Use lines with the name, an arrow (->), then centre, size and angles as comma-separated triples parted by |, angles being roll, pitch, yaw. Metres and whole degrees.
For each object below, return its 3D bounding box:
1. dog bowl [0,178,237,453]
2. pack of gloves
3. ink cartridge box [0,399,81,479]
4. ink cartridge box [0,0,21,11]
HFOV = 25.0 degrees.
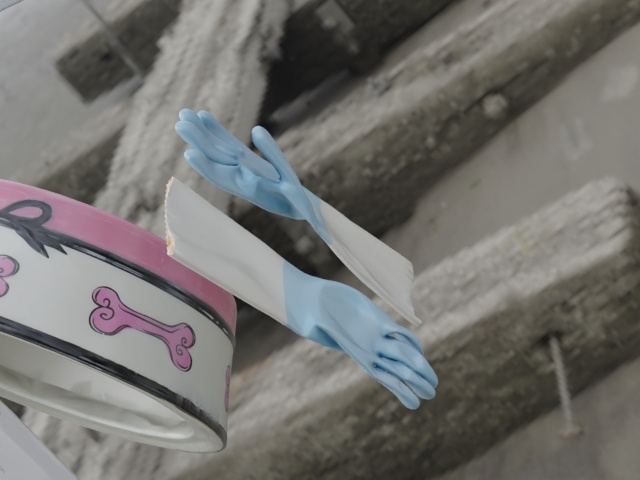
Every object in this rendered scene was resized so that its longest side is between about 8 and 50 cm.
dog bowl -> -0.265, 0.075, 1.466 | 0.408, 0.408, 0.150 | -4, 61, 51
pack of gloves -> 0.000, 0.000, 0.961 | 0.046, 0.232, 0.195 | -45, 28, 21
ink cartridge box -> -0.245, 0.187, 0.754 | 0.261, 0.296, 0.066 | -35, 19, 16
ink cartridge box -> -0.249, -0.256, 1.101 | 0.179, 0.145, 0.045 | -24, 31, 16
